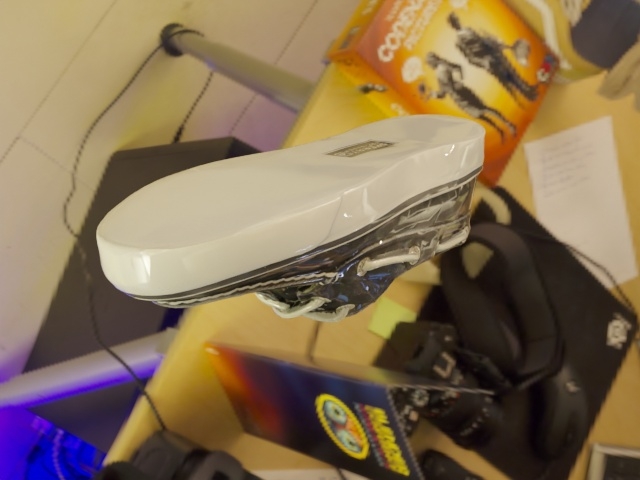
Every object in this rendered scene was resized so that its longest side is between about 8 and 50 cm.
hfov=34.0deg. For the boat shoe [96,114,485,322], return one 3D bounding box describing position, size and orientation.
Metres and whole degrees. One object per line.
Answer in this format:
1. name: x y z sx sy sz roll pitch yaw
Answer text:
1. boat shoe: 0.000 0.000 0.606 0.301 0.108 0.102 -24 119 -51
